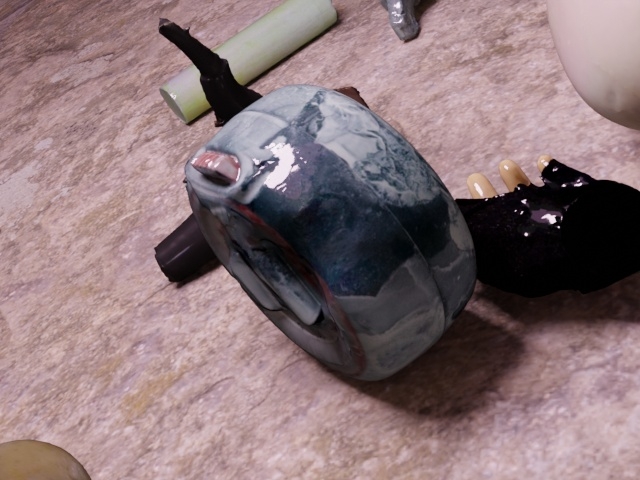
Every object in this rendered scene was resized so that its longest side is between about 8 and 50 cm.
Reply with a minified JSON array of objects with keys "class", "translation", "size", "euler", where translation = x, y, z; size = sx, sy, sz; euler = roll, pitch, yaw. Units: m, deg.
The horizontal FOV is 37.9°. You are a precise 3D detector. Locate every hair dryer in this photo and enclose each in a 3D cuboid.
[{"class":"hair dryer","translation":[-0.106,-0.108,0.965],"size":[0.303,0.359,0.120],"euler":[-34,59,5]}]

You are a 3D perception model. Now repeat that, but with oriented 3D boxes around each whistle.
[{"class":"whistle","translation":[0.128,-0.383,1.365],"size":[0.123,0.123,0.223],"euler":[-15,49,20]}]

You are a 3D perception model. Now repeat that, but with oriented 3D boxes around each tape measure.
[{"class":"tape measure","translation":[0.000,0.000,0.803],"size":[0.147,0.256,0.275],"euler":[-43,9,-18]}]

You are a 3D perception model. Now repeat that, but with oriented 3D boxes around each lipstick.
[{"class":"lipstick","translation":[-0.105,-0.292,1.443],"size":[0.304,0.076,0.076],"euler":[-37,34,-12]}]

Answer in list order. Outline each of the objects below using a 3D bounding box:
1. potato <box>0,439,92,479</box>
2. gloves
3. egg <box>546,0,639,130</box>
[{"class":"potato","translation":[-0.239,0.292,0.613],"size":[0.243,0.221,0.326],"euler":[-7,27,13]},{"class":"gloves","translation":[0.183,-0.013,0.815],"size":[0.164,0.124,0.203],"euler":[-5,1,-17]},{"class":"egg","translation":[0.353,-0.253,0.858],"size":[0.283,0.283,0.345],"euler":[14,58,47]}]
